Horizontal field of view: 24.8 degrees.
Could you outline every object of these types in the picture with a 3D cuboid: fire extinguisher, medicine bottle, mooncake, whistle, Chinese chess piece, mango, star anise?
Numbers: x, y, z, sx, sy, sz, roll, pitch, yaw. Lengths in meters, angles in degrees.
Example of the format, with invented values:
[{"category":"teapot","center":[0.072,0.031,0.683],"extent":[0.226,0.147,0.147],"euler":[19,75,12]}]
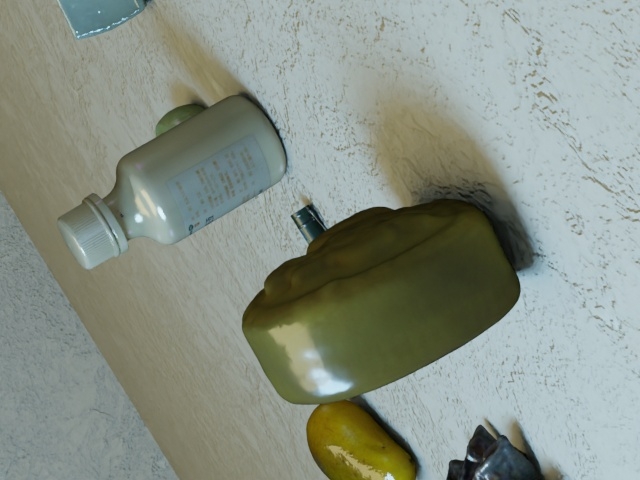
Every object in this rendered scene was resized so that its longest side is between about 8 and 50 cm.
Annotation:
[{"category":"fire extinguisher","center":[0.000,0.000,1.630],"extent":[0.038,0.025,0.083],"euler":[-27,95,49]},{"category":"medicine bottle","center":[-0.166,-0.057,1.600],"extent":[0.114,0.252,0.114],"euler":[49,160,26]},{"category":"mooncake","center":[0.055,0.040,1.250],"extent":[0.117,0.234,0.235],"euler":[64,162,-8]},{"category":"whistle","center":[-0.304,-0.357,1.638],"extent":[0.290,0.163,0.163],"euler":[63,162,-19]},{"category":"Chinese chess piece","center":[-0.146,-0.100,1.801],"extent":[0.144,0.058,0.144],"euler":[51,161,25]},{"category":"mango","center":[0.052,0.274,1.851],"extent":[0.178,0.090,0.115],"euler":[35,145,33]},{"category":"star anise","center":[0.202,0.299,1.488],"extent":[0.231,0.089,0.209],"euler":[61,174,30]}]
